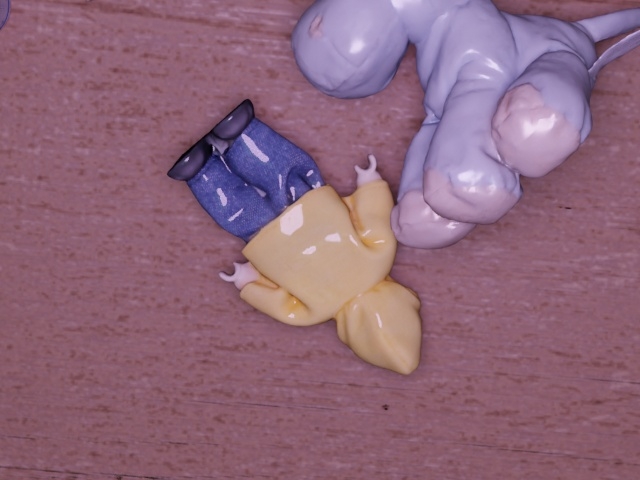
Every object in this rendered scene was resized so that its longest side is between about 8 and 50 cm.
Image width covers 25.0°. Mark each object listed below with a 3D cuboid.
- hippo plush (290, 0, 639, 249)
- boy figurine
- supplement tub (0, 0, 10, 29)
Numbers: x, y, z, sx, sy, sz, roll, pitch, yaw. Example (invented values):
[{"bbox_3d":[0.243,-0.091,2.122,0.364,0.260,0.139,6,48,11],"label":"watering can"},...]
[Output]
[{"bbox_3d":[0.109,-0.161,1.200,0.236,0.234,0.294,44,99,-6],"label":"hippo plush"},{"bbox_3d":[0.000,0.000,1.304,0.177,0.092,0.285,-44,97,8],"label":"boy figurine"},{"bbox_3d":[-0.317,-0.208,1.268,0.071,0.107,0.071,0,100,2],"label":"supplement tub"}]
